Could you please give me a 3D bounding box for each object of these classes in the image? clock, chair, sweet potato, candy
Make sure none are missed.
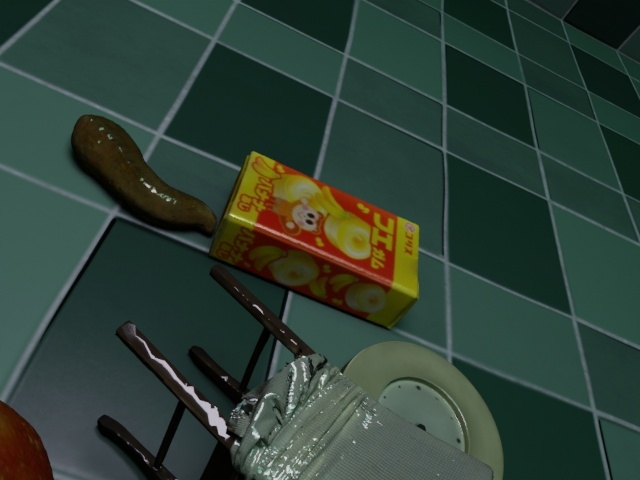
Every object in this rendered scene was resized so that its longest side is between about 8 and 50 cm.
[{"bbox_3d":[0.118,0.231,0.739,0.234,0.029,0.235,17,46,-19],"label":"clock"},{"bbox_3d":[-0.034,0.188,0.550,0.319,0.186,0.160,37,40,15],"label":"chair"},{"bbox_3d":[-0.236,-0.081,0.788,0.233,0.062,0.081,40,40,3],"label":"sweet potato"},{"bbox_3d":[0.000,0.000,0.835,0.276,0.088,0.146,22,42,-12],"label":"candy"}]

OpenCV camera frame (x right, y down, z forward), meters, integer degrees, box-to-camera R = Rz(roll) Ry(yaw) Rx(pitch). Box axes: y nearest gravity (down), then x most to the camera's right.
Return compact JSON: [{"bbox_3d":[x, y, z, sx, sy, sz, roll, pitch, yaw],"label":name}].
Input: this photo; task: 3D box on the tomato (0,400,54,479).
[{"bbox_3d":[-0.293,0.191,0.333,0.303,0.303,0.239,41,14,9],"label":"tomato"}]
